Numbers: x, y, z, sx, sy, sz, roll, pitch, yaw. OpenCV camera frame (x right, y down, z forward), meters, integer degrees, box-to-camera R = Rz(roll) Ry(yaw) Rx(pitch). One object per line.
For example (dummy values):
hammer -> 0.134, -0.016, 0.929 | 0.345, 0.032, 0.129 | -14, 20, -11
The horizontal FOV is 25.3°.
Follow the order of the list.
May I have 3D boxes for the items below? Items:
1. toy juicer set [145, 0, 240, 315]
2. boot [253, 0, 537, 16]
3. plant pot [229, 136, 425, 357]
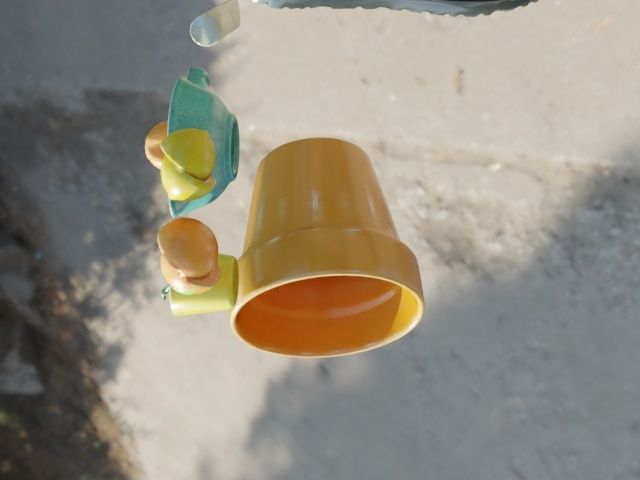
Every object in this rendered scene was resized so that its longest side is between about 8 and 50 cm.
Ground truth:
toy juicer set -> -0.129, -0.096, 1.347 | 0.090, 0.328, 0.209 | 1, 174, 5
boot -> 0.074, -0.229, 0.839 | 0.207, 0.247, 0.094 | 115, 144, -58
plant pot -> 0.000, 0.000, 1.533 | 0.205, 0.205, 0.187 | 128, 143, -54
